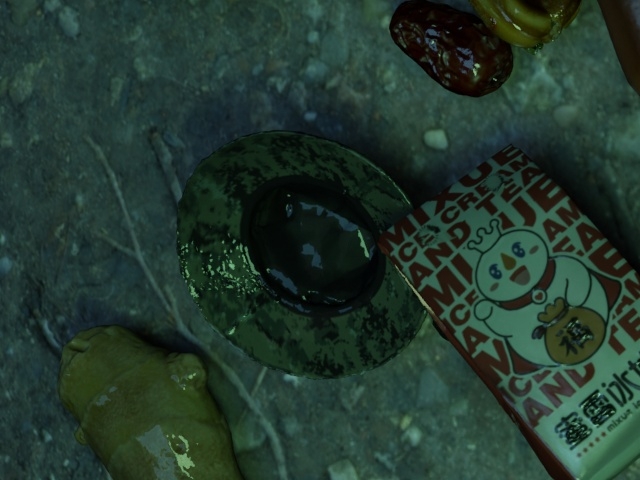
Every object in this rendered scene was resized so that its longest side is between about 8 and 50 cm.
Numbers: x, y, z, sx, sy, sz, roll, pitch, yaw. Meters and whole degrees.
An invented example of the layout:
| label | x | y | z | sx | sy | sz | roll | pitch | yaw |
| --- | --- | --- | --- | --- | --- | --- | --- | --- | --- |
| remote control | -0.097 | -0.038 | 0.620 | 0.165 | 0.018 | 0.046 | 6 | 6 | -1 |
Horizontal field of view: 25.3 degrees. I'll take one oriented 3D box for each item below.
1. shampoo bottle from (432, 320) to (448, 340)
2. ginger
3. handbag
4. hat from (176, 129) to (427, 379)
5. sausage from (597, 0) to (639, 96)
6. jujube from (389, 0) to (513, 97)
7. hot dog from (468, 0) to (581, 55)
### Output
| label | x | y | z | sx | sy | sz | roll | pitch | yaw |
| --- | --- | --- | --- | --- | --- | --- | --- | --- | --- |
| shampoo bottle | 0.145 | 0.085 | 1.392 | 0.137 | 0.027 | 0.048 | 33 | 110 | 25 |
| ginger | -0.161 | 0.240 | 1.555 | 0.190 | 0.126 | 0.354 | -34 | 81 | 20 |
| handbag | 0.192 | 0.065 | 1.257 | 0.171 | 0.151 | 0.298 | -40 | 75 | -1 |
| hat | 0.000 | 0.000 | 1.416 | 0.266 | 0.128 | 0.265 | 6 | 109 | 19 |
| sausage | 0.281 | -0.209 | 1.243 | 0.077 | 0.077 | 0.194 | -22 | 81 | 32 |
| jujube | 0.121 | -0.183 | 1.345 | 0.129 | 0.077 | 0.077 | 34 | 113 | 29 |
| hot dog | 0.147 | -0.280 | 1.306 | 0.104 | 0.076 | 0.250 | -28 | 68 | -12 |
